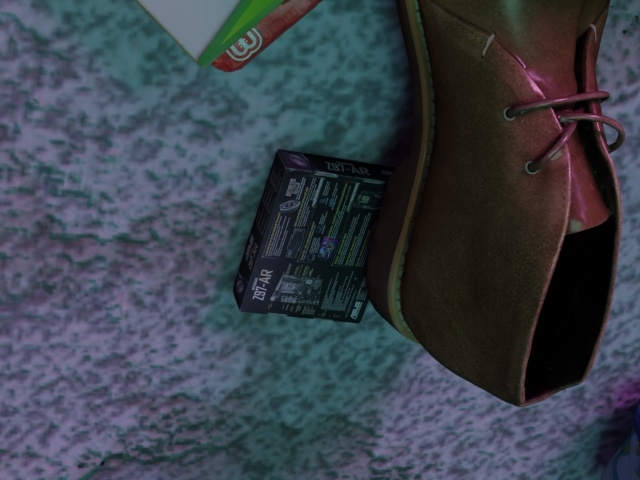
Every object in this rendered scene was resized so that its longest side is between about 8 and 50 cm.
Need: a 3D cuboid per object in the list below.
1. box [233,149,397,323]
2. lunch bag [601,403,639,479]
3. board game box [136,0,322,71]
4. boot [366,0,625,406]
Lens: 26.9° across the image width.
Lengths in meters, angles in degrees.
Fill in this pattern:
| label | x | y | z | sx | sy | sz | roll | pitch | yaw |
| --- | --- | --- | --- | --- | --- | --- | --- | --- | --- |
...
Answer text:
| label | x | y | z | sx | sy | sz | roll | pitch | yaw |
| --- | --- | --- | --- | --- | --- | --- | --- | --- | --- |
| box | 0.000 | 0.000 | 0.659 | 0.067 | 0.018 | 0.083 | 7 | 119 | -22 |
| lunch bag | 0.269 | 0.176 | 0.739 | 0.176 | 0.219 | 0.090 | 4 | 127 | -18 |
| board game box | -0.069 | -0.178 | 0.513 | 0.124 | 0.039 | 0.259 | -39 | 128 | 10 |
| boot | 0.098 | -0.066 | 0.578 | 0.112 | 0.115 | 0.305 | -11 | 123 | -26 |
